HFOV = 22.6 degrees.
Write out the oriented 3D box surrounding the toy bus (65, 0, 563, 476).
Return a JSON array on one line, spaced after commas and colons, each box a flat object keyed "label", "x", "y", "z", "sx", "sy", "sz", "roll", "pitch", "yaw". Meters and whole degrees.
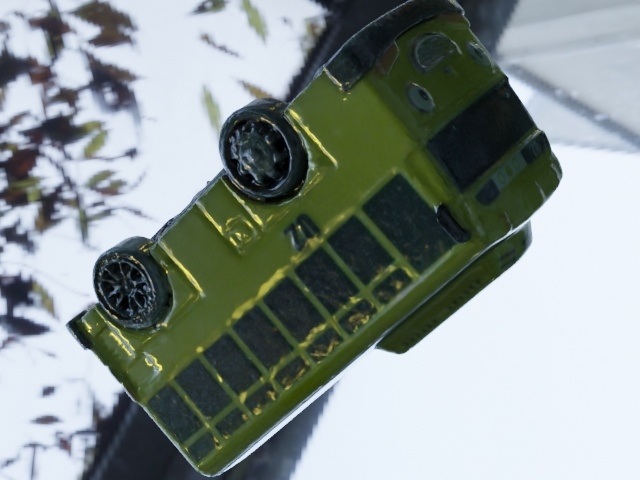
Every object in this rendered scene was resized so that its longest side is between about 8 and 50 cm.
[{"label": "toy bus", "x": 0.000, "y": 0.000, "z": 0.573, "sx": 0.101, "sy": 0.175, "sz": 0.088, "roll": 50, "pitch": -145, "yaw": 3}]
